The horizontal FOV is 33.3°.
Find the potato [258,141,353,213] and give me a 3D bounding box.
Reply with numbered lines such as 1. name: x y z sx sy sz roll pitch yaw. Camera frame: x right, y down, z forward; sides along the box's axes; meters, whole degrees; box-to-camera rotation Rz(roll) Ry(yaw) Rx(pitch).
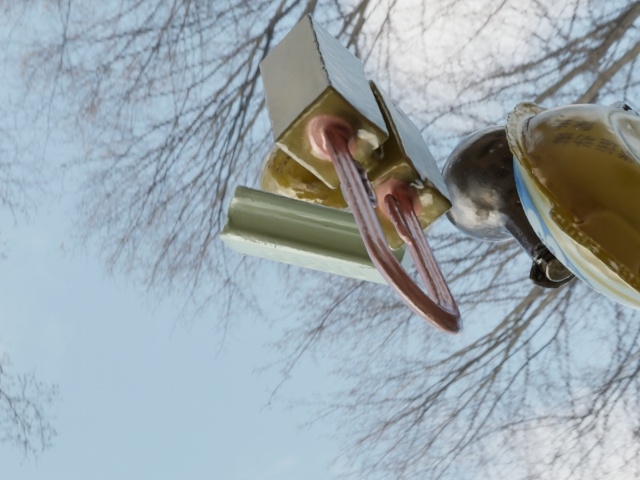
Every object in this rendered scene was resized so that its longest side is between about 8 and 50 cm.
1. potato: -0.009 -0.087 1.463 0.204 0.158 0.178 -4 -90 17

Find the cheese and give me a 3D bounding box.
1. cheese: 0.189 -0.030 0.626 0.177 0.069 0.270 39 -150 7

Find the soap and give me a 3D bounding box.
1. soap: 0.000 0.000 1.153 0.198 0.114 0.063 13 -99 12

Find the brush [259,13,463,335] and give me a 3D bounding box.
1. brush: 0.025 -0.026 0.535 0.103 0.047 0.233 41 -162 -27

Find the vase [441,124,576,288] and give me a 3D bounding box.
1. vase: 0.185 -0.028 1.001 0.120 0.120 0.183 -6 -141 -16
